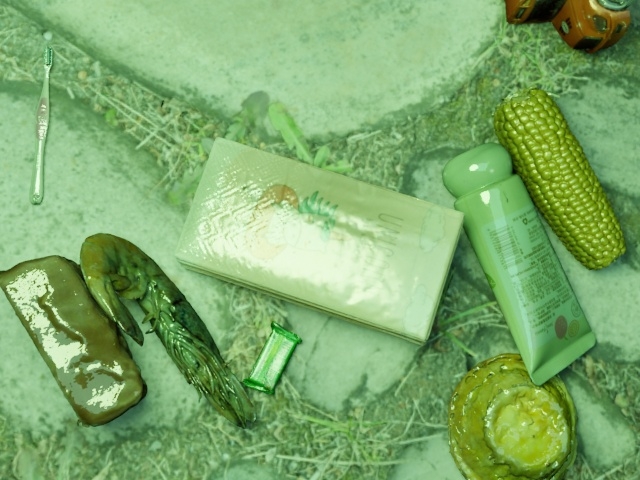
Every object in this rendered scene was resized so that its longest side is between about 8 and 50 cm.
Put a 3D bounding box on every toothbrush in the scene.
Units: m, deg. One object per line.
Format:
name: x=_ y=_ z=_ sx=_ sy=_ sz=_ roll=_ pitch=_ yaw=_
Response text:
toothbrush: x=-0.352 y=-0.147 z=1.085 sx=0.017 sy=0.022 sz=0.204 roll=3 pitch=85 yaw=-5

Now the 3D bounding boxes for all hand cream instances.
hand cream: x=0.259 y=0.022 z=1.111 sx=0.147 sy=0.093 sz=0.306 roll=-23 pitch=87 yaw=-39

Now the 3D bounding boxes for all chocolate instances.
chocolate: x=-0.284 y=0.108 z=0.999 sx=0.093 sy=0.148 sz=0.214 roll=-28 pitch=89 yaw=-16

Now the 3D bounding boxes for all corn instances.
corn: x=0.317 y=-0.082 z=1.135 sx=0.091 sy=0.091 sz=0.260 roll=-28 pitch=87 yaw=-48

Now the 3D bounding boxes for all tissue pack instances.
tissue pack: x=0.000 y=0.000 z=1.061 sx=0.325 sy=0.071 sz=0.170 roll=18 pitch=79 yaw=6

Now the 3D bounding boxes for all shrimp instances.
shrimp: x=-0.182 y=0.112 z=1.004 sx=0.058 sy=0.169 sz=0.296 roll=-38 pitch=88 yaw=16

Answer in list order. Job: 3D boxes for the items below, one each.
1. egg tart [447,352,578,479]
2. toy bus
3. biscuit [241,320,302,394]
egg tart: x=0.252 y=0.239 z=1.095 sx=0.191 sy=0.074 sz=0.191 roll=1 pitch=81 yaw=-6
toy bus: x=0.300 y=-0.405 z=1.152 sx=0.153 sy=0.143 sz=0.329 roll=-19 pitch=87 yaw=0
biscuit: x=-0.061 y=0.152 z=1.088 sx=0.046 sy=0.016 sz=0.089 roll=27 pitch=80 yaw=-2
